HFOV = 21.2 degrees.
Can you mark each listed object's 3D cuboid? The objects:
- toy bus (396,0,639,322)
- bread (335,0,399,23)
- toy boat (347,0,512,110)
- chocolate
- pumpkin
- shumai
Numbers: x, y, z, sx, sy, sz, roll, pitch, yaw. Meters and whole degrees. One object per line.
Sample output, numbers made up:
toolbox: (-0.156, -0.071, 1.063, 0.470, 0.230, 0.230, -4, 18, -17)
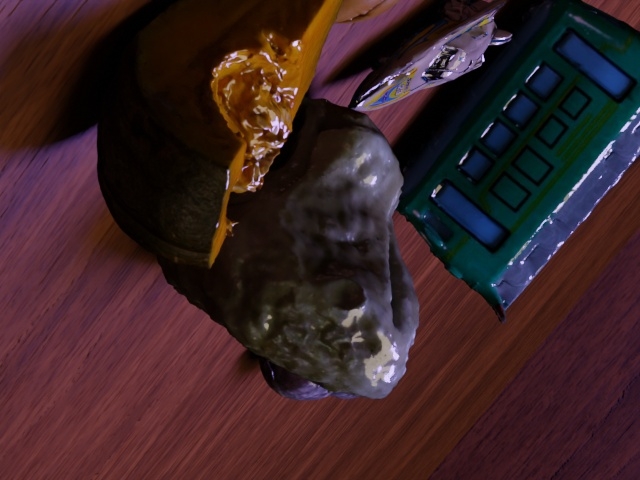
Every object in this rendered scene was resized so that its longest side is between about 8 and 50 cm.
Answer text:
toy bus: (0.234, -0.103, 1.875, 0.343, 0.199, 0.183, -52, -178, 13)
bread: (0.055, -0.240, 1.342, 0.189, 0.077, 0.114, -57, 166, 20)
toy boat: (0.096, -0.169, 1.622, 0.210, 0.066, 0.084, -35, 158, -35)
chocolate: (0.009, 0.139, 2.048, 0.110, 0.110, 0.248, -52, 164, 13)
pumpkin: (-0.078, -0.113, 1.239, 0.131, 0.126, 0.248, 99, 17, -49)
shumai: (0.000, 0.000, 1.500, 0.225, 0.261, 0.222, 26, 102, -39)
